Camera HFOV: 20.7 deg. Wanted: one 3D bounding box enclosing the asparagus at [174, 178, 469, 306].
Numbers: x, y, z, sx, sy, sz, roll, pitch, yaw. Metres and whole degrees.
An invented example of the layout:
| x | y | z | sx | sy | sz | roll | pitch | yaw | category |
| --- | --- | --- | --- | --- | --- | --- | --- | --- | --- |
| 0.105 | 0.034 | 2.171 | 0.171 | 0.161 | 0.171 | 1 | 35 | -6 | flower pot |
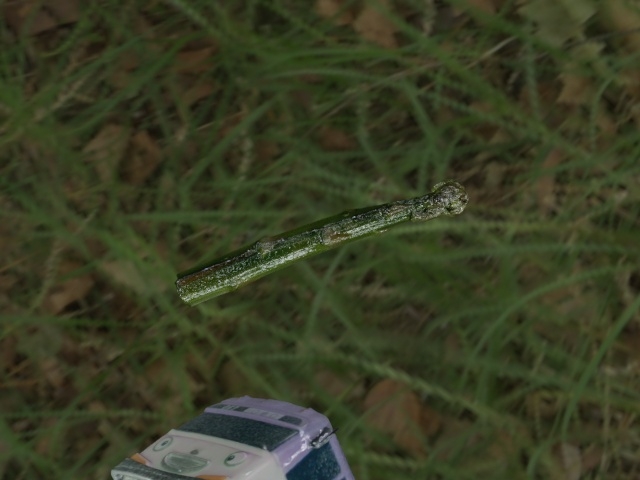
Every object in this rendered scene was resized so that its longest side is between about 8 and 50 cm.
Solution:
| x | y | z | sx | sy | sz | roll | pitch | yaw | category |
| --- | --- | --- | --- | --- | --- | --- | --- | --- | --- |
| 0.000 | 0.000 | 0.686 | 0.127 | 0.015 | 0.018 | -20 | 67 | 20 | asparagus |

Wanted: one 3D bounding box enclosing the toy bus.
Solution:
| x | y | z | sx | sy | sz | roll | pitch | yaw | category |
| --- | --- | --- | --- | --- | --- | --- | --- | --- | --- |
| -0.010 | 0.094 | 0.489 | 0.052 | 0.058 | 0.102 | 5 | 125 | 47 | toy bus |
